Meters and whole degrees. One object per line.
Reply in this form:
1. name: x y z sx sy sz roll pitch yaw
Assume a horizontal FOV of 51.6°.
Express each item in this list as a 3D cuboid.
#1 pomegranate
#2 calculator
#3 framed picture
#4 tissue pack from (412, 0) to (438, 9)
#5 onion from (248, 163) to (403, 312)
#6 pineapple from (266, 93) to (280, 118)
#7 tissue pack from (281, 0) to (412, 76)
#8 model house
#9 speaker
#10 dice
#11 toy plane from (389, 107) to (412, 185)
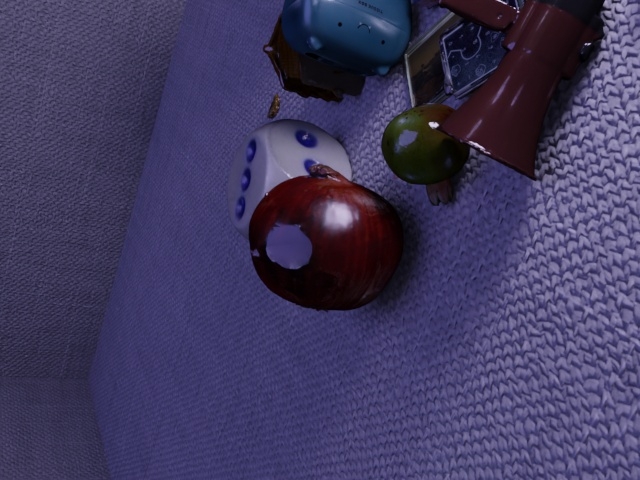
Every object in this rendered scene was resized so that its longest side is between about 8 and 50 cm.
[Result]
1. pomegranate: 0.216 -0.166 1.317 0.180 0.180 0.210 13 123 59
2. calculator: 0.338 -0.395 1.268 0.274 0.028 0.166 -28 59 46
3. framed picture: 0.264 -0.396 1.426 0.252 0.014 0.197 -35 53 50
4. tissue pack: 0.261 -0.598 1.437 0.115 0.065 0.155 0 83 61
5. onion: -0.004 0.006 1.448 0.341 0.341 0.341 -23 63 55
6. pineapple: -0.149 -0.426 2.119 0.083 0.019 0.045 -66 30 18
7. tissue pack: 0.058 -0.493 1.525 0.198 0.287 0.206 3 80 61
8. model house: -0.021 -0.481 1.734 0.229 0.199 0.220 30 115 59
9. speaker: 0.320 -0.302 1.142 0.259 0.198 0.330 29 102 37
10. dice: -0.087 -0.144 1.731 0.259 0.243 0.251 -54 40 42
11. toy plane: 0.198 -0.219 1.447 0.078 0.053 0.197 36 113 25
